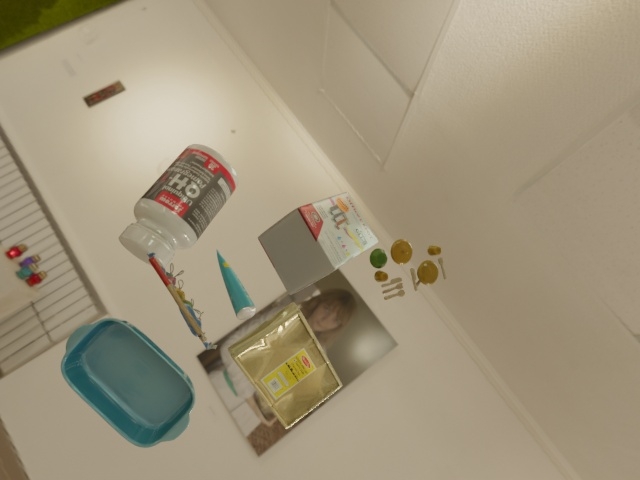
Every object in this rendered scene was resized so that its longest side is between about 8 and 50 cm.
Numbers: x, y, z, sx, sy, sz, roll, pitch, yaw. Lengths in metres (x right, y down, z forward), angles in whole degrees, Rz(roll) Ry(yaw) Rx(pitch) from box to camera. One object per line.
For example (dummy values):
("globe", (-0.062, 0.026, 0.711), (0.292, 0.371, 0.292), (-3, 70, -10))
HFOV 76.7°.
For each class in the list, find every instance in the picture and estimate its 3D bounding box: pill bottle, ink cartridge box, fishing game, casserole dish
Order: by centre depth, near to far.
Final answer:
("casserole dish", (-0.245, 0.181, 0.530), (0.188, 0.114, 0.037), (45, 4, -2))
("fishing game", (-0.222, 0.095, 0.664), (0.189, 0.041, 0.264), (59, -20, -3))
("ink cartridge box", (0.000, 0.000, 0.783), (0.127, 0.176, 0.128), (-33, -94, 36))
("pill bottle", (-0.370, -0.088, 1.066), (0.176, 0.319, 0.176), (22, -29, 13))

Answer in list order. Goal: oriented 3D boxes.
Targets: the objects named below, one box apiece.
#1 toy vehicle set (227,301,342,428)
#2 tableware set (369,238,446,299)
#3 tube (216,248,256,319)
("toy vehicle set", (-0.068, 0.284, 0.897), (0.035, 0.166, 0.267), (36, -25, 56))
("tableware set", (0.166, 0.045, 0.767), (0.024, 0.154, 0.104), (-1, -76, 69))
("tube", (-0.231, 0.116, 1.068), (0.207, 0.052, 0.080), (54, -20, 37))
